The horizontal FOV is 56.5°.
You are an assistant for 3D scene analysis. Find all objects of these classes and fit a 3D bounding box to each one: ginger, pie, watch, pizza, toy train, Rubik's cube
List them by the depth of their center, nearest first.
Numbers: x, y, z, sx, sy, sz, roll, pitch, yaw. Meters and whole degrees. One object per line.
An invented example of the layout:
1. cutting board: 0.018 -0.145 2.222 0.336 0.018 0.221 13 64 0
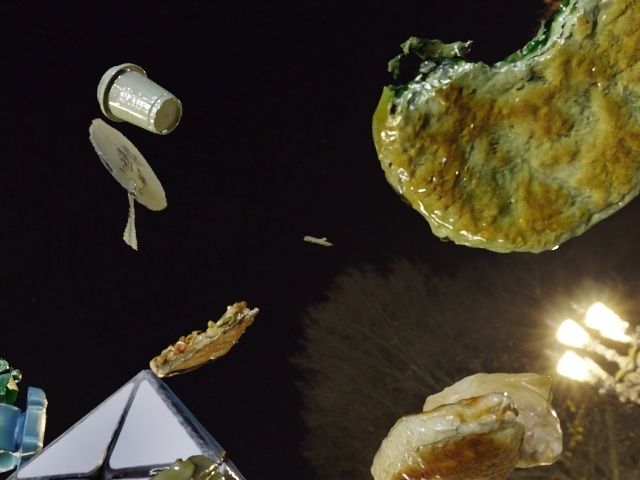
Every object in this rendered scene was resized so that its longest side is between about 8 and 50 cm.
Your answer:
1. pie: 0.250 -0.128 0.672 0.371 0.078 0.296 -22 -65 3
2. pie: 0.162 0.264 0.738 0.179 0.084 0.205 2 -52 -26
3. Rubik's cube: -0.224 0.373 0.780 0.255 0.260 0.259 -40 -56 -18
4. ginger: 0.247 0.268 0.851 0.193 0.122 0.115 -7 -77 10
5. watch: -0.623 0.368 1.115 0.193 0.211 0.210 5 -70 -22
6. toy train: -0.685 0.296 1.166 0.178 0.104 0.071 -8 -56 -9
7. pizza: -0.299 0.254 1.478 0.251 0.074 0.287 -23 -20 -44

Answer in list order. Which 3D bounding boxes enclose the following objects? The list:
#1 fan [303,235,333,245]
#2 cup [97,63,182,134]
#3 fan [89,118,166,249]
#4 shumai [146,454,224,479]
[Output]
1. fan: 0.000 0.000 1.088 0.056 0.083 0.004 15 -99 -13
2. cup: -0.349 -0.272 1.165 0.120 0.141 0.120 -48 -26 -32
3. fan: -0.380 -0.109 1.205 0.012 0.414 0.233 -35 -50 9
4. shumai: -0.128 0.317 0.443 0.218 0.256 0.189 -26 -58 -2
